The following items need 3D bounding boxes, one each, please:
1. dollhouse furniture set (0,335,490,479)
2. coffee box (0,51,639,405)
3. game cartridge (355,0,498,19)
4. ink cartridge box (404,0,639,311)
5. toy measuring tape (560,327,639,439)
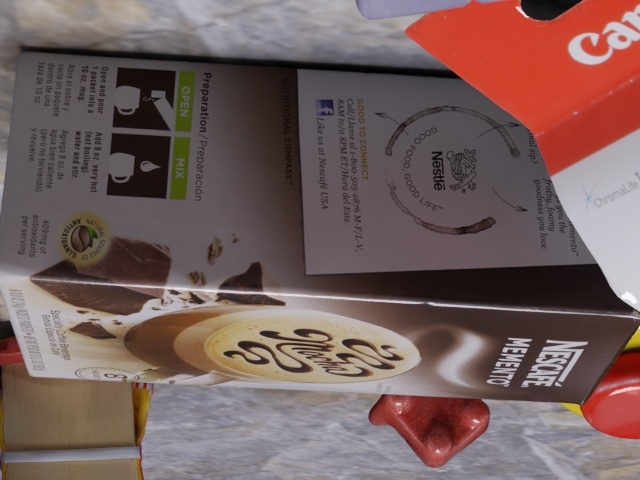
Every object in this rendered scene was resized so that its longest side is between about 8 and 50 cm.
[{"bbox_3d":[-0.046,0.173,1.386,0.374,0.201,0.152,-3,161,-5],"label":"dollhouse furniture set"},{"bbox_3d":[0.000,0.000,0.979,0.297,0.119,0.168,3,160,-1],"label":"coffee box"},{"bbox_3d":[0.107,-0.171,0.458,0.230,0.068,0.355,-13,155,-4],"label":"game cartridge"},{"bbox_3d":[0.169,-0.039,0.810,0.232,0.066,0.189,31,145,-22],"label":"ink cartridge box"},{"bbox_3d":[0.233,0.035,1.081,0.330,0.121,0.121,-17,155,23],"label":"toy measuring tape"}]
